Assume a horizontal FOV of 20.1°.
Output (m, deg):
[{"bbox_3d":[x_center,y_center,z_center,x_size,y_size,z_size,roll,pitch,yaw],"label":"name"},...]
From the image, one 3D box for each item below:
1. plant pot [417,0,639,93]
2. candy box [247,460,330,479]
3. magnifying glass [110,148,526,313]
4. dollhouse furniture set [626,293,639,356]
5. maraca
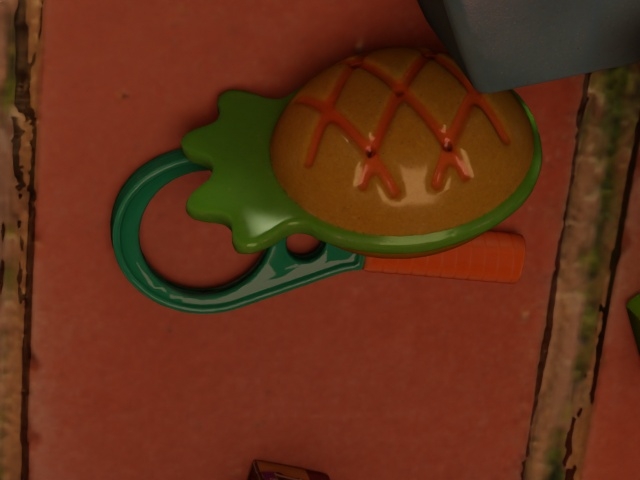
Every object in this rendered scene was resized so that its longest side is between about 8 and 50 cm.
[{"bbox_3d":[0.102,-0.203,0.862,0.166,0.165,0.234,-13,120,-6],"label":"plant pot"},{"bbox_3d":[-0.034,0.234,1.029,0.053,0.109,0.186,15,107,-17],"label":"candy box"},{"bbox_3d":[0.000,0.000,0.992,0.231,0.026,0.092,6,109,-12],"label":"magnifying glass"},{"bbox_3d":[0.313,0.100,0.941,0.198,0.301,0.151,-31,112,0],"label":"dollhouse furniture set"},{"bbox_3d":[0.021,-0.044,0.931,0.186,0.127,0.099,-7,140,-2],"label":"maraca"}]
